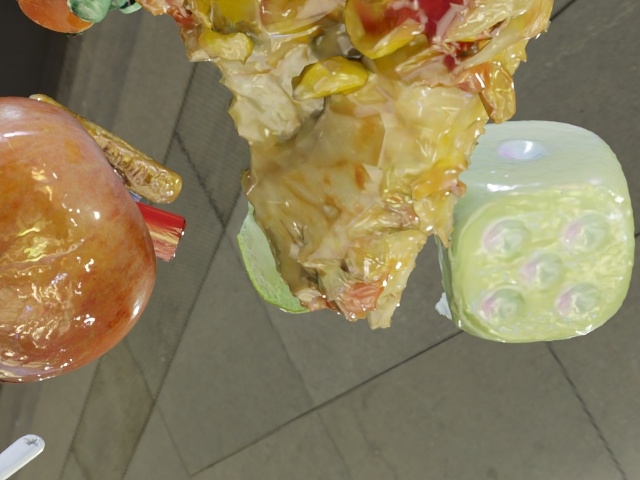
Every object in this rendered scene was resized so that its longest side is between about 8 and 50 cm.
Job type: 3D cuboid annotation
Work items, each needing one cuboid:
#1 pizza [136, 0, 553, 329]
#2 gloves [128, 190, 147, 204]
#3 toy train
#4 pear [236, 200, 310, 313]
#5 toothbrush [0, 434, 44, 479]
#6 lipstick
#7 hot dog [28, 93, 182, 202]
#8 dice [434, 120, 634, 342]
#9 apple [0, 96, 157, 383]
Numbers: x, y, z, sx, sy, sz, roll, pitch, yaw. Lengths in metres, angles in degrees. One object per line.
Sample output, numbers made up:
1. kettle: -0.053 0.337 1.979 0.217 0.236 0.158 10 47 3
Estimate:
1. pizza: -0.023 -0.107 0.380 0.251 0.074 0.287 31 124 18
2. gloves: -0.414 -0.104 1.503 0.212 0.127 0.111 25 149 1
3. toy train: -0.245 -0.361 0.980 0.177 0.116 0.285 -4 60 38
4. pear: 0.000 0.000 1.438 0.286 0.176 0.281 32 119 39
5. toothbrush: -0.386 0.288 0.848 0.040 0.386 0.040 3 103 13
6. lipstick: -0.333 -0.044 1.227 0.073 0.280 0.073 -55 24 38
7. hot dog: -0.270 -0.103 1.054 0.066 0.216 0.047 -26 41 44
8. dice: 0.286 -0.019 1.230 0.252 0.255 0.249 -93 -2 -62
9. apple: -0.277 0.005 0.757 0.254 0.254 0.253 18 116 41
